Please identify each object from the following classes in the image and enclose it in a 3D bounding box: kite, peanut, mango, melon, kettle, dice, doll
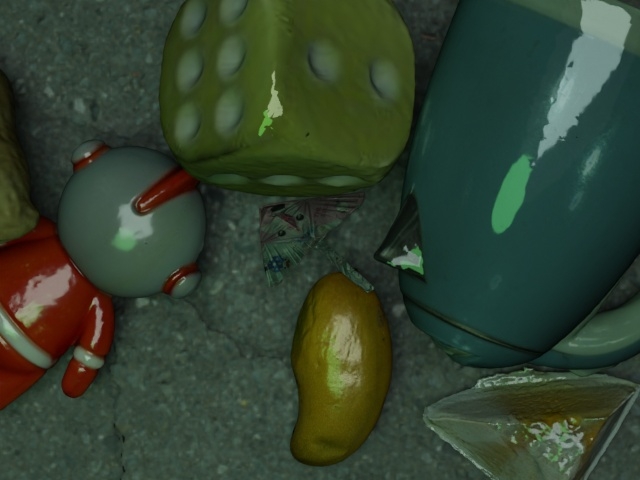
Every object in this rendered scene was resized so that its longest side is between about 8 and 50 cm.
[{"bbox_3d":[0.000,0.000,1.531,0.152,0.005,0.137,31,65,28],"label":"kite"},{"bbox_3d":[-0.314,-0.079,1.514,0.099,0.099,0.214,-29,58,5],"label":"peanut"},{"bbox_3d":[0.018,0.120,1.527,0.098,0.075,0.190,8,93,19],"label":"mango"},{"bbox_3d":[0.198,0.192,1.507,0.202,0.093,0.139,-6,98,10],"label":"melon"},{"bbox_3d":[0.220,-0.038,1.448,0.319,0.247,0.342,18,99,-22],"label":"kettle"},{"bbox_3d":[-0.029,-0.135,1.450,0.166,0.169,0.169,-12,72,48],"label":"dice"},{"bbox_3d":[-0.222,0.017,1.539,0.336,0.105,0.200,-39,84,12],"label":"doll"}]
